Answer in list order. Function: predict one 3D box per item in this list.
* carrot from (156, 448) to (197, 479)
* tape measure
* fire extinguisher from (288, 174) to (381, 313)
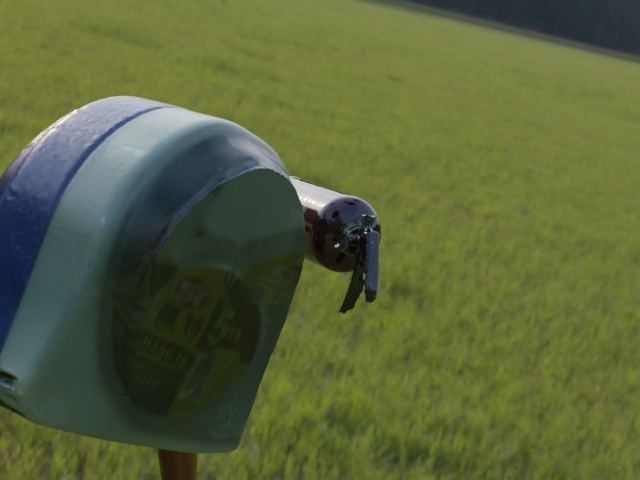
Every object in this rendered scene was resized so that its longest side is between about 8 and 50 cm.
[{"bbox_3d":[-0.153,0.272,1.229,0.043,0.248,0.043,2,37,-2],"label":"carrot"},{"bbox_3d":[-0.126,0.030,0.853,0.138,0.262,0.259,26,-1,28],"label":"tape measure"},{"bbox_3d":[0.000,0.000,1.045,0.071,0.099,0.231,10,7,-28],"label":"fire extinguisher"}]
